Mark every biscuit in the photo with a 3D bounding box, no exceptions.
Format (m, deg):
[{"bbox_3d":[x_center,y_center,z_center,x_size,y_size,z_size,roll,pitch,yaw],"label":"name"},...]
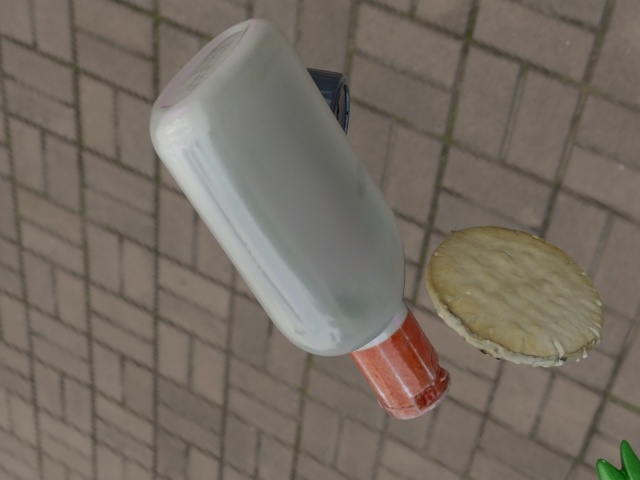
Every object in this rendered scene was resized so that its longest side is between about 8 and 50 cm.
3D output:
[{"bbox_3d":[0.152,0.040,0.937,0.152,0.152,0.020,30,131,13],"label":"biscuit"}]

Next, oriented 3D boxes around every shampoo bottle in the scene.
[{"bbox_3d":[0.000,0.000,0.612,0.051,0.108,0.221,-15,120,36],"label":"shampoo bottle"}]

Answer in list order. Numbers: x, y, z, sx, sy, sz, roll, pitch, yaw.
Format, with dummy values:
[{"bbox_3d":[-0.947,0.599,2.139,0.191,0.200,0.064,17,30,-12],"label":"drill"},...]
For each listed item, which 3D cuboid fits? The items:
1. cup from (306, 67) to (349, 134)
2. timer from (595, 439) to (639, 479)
[{"bbox_3d":[-0.046,-0.113,1.243,0.138,0.113,0.150,9,130,11],"label":"cup"},{"bbox_3d":[0.387,0.288,1.160,0.285,0.285,0.285,20,134,22],"label":"timer"}]
